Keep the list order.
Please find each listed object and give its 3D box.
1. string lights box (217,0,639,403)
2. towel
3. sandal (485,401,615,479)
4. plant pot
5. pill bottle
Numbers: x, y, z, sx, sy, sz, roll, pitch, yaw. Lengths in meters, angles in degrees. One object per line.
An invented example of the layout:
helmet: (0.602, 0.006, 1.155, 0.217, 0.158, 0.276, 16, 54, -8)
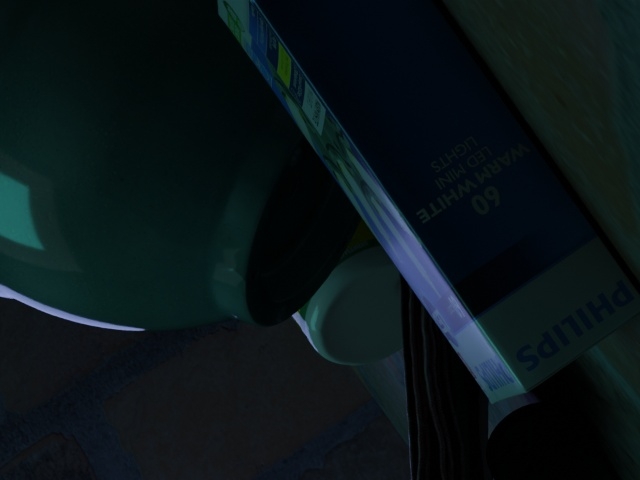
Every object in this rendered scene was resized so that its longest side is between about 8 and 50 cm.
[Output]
string lights box: (0.050, -0.047, 0.912, 0.259, 0.077, 0.133, 55, 174, 6)
towel: (0.099, 0.136, 1.274, 0.329, 0.037, 0.237, 64, -158, -64)
sandal: (0.197, 0.228, 1.277, 0.054, 0.097, 0.254, -157, 44, -80)
plant pot: (-0.080, -0.061, 1.168, 0.196, 0.293, 0.293, 25, 164, 20)
pill bottle: (0.000, 0.000, 1.526, 0.208, 0.117, 0.117, 53, 174, 44)
